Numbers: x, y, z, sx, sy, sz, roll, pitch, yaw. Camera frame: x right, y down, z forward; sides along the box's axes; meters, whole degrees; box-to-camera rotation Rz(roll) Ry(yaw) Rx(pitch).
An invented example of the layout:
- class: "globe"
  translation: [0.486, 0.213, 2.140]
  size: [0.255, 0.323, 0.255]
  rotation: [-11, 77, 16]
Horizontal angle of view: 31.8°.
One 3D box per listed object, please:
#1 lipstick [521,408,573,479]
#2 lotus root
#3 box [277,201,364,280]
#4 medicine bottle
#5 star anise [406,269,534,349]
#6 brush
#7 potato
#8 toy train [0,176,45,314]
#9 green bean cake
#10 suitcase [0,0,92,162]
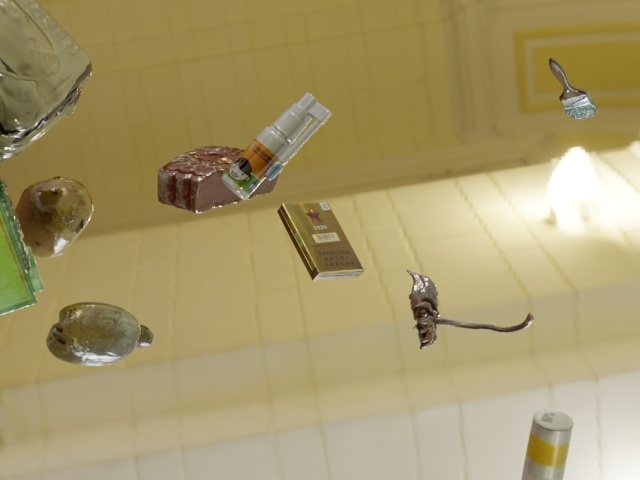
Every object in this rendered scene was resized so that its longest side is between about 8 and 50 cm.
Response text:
- class: "lipstick"
  translation: [0.309, 0.366, 1.593]
  size: [0.059, 0.059, 0.264]
  rotation: [-104, -161, -66]
- class: "lotus root"
  translation: [-0.371, 0.161, 1.914]
  size: [0.088, 0.192, 0.113]
  rotation: [52, -59, 43]
- class: "box"
  translation: [0.000, 0.000, 1.683]
  size: [0.023, 0.090, 0.133]
  rotation: [-50, -123, 37]
- class: "medicine bottle"
  translation: [-0.077, -0.165, 1.995]
  size: [0.092, 0.221, 0.061]
  rotation: [42, 0, 43]
- class: "star anise"
  translation: [0.268, 0.124, 2.033]
  size: [0.218, 0.227, 0.148]
  rotation: [8, 81, -81]
- class: "brush"
  translation: [0.526, -0.325, 2.388]
  size: [0.196, 0.070, 0.021]
  rotation: [47, 45, -40]
- class: "potato"
  translation: [-0.510, -0.043, 2.119]
  size: [0.137, 0.176, 0.137]
  rotation: [37, 19, -15]
- class: "toy train"
  translation: [-0.570, 0.011, 1.818]
  size: [0.159, 0.188, 0.272]
  rotation: [-125, -158, -49]
- class: "green bean cake"
  translation: [-0.226, -0.135, 2.431]
  size: [0.232, 0.198, 0.097]
  rotation: [-31, 130, -54]
- class: "suitcase"
  translation: [-0.576, -0.303, 1.856]
  size: [0.351, 0.194, 0.339]
  rotation: [46, 39, -12]
